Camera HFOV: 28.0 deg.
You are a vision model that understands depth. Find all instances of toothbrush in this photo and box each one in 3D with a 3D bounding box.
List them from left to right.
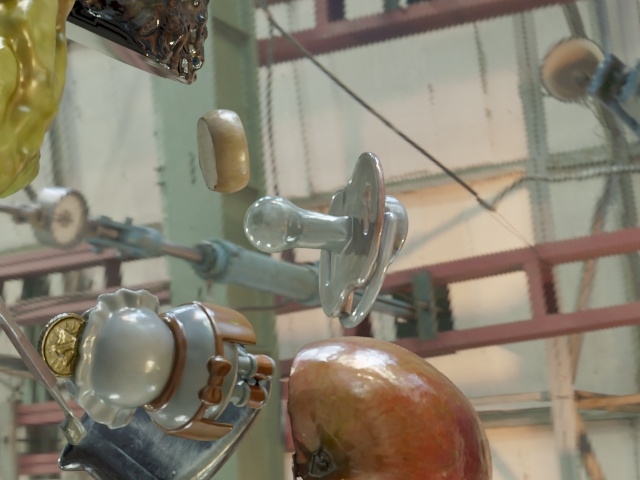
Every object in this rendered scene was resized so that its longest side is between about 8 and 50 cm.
[{"bbox_3d":[-0.225,0.103,1.018,0.014,0.194,0.017,13,-128,28],"label":"toothbrush"}]

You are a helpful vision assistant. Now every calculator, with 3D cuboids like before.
[{"bbox_3d":[-0.179,0.210,1.553,0.177,0.040,0.268,34,-120,14],"label":"calculator"}]

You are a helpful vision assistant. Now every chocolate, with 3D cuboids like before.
[{"bbox_3d":[-0.208,-0.294,1.422,0.224,0.206,0.177,25,-91,-9],"label":"chocolate"}]

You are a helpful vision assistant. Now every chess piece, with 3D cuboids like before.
[{"bbox_3d":[-0.097,-0.088,1.271,0.038,0.084,0.084,-8,-106,-17],"label":"chess piece"}]

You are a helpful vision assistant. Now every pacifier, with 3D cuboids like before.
[{"bbox_3d":[0.000,0.000,0.635,0.078,0.099,0.082,11,-118,-14],"label":"pacifier"}]

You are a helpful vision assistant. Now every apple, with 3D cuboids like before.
[{"bbox_3d":[0.082,0.228,1.250,0.163,0.251,0.293,-13,-112,15],"label":"apple"}]

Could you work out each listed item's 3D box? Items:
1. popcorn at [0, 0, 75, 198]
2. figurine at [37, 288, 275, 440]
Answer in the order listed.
[{"bbox_3d":[-0.199,-0.085,0.540,0.197,0.156,0.198,-14,-134,15],"label":"popcorn"},{"bbox_3d":[-0.155,0.123,1.265,0.143,0.271,0.143,-8,-104,31],"label":"figurine"}]
